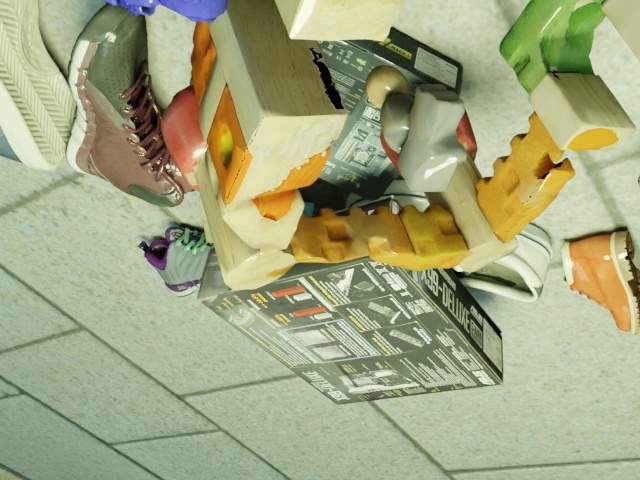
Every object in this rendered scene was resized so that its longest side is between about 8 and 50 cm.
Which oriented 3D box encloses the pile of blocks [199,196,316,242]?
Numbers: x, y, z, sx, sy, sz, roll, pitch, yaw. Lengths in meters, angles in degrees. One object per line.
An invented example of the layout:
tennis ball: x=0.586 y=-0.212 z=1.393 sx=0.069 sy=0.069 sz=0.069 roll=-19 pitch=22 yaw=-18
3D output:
pile of blocks: x=0.000 y=0.000 z=0.872 sx=0.149 sy=0.113 sz=0.362 roll=-17 pitch=139 yaw=31

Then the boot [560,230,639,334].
boot: x=0.346 y=0.055 z=0.858 sx=0.084 sy=0.059 sz=0.158 roll=-8 pitch=126 yaw=32

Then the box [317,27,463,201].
box: x=0.000 y=-0.152 z=0.726 sx=0.232 sy=0.059 sz=0.183 roll=24 pitch=140 yaw=-10

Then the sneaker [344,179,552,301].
sneaker: x=0.151 y=0.001 z=0.829 sx=0.258 sy=0.091 sz=0.094 roll=15 pitch=141 yaw=2

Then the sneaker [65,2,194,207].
sneaker: x=-0.182 y=-0.131 z=0.768 sx=0.162 sy=0.106 sz=0.281 roll=33 pitch=149 yaw=-3

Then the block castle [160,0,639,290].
block castle: x=0.078 y=-0.170 z=0.455 sx=0.303 sy=0.213 sz=0.453 roll=-4 pitch=147 yaw=-27

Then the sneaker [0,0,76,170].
sneaker: x=-0.372 y=-0.219 z=0.726 sx=0.148 sy=0.131 sz=0.350 roll=13 pitch=138 yaw=11

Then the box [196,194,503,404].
box: x=0.047 y=0.092 z=0.827 sx=0.242 sy=0.077 sz=0.307 roll=-15 pitch=139 yaw=30

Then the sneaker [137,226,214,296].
sneaker: x=-0.162 y=0.017 z=0.968 sx=0.223 sy=0.083 sz=0.098 roll=-18 pitch=125 yaw=36

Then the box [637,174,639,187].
box: x=0.523 y=0.026 z=0.593 sx=0.395 sy=0.097 sz=0.318 roll=-16 pitch=107 yaw=43

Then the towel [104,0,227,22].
towel: x=-0.114 y=-0.268 z=0.284 sx=0.227 sy=0.076 sz=0.308 roll=37 pitch=140 yaw=16
